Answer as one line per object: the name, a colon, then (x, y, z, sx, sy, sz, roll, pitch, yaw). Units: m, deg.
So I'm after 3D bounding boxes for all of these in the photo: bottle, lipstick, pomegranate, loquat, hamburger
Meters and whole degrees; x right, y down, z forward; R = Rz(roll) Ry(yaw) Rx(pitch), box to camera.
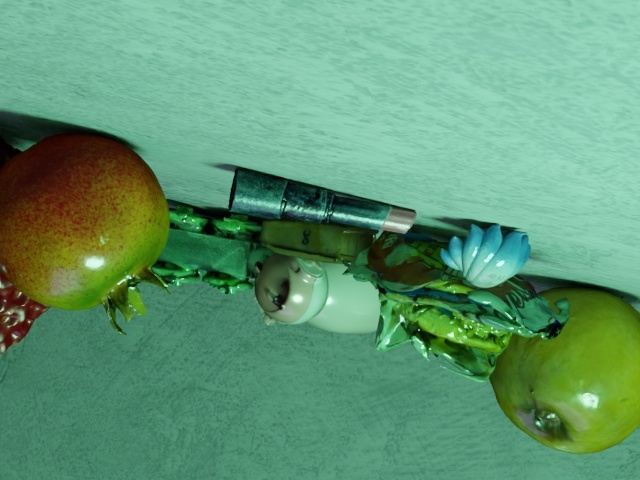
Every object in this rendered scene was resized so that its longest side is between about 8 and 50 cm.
bottle: (-0.004, 0.073, 2.092, 0.236, 0.147, 0.147, 4, -178, -44)
lipstick: (0.005, -0.043, 1.657, 0.234, 0.053, 0.053, 9, 175, -12)
pomegranate: (-0.284, -0.006, 1.623, 0.256, 0.221, 0.221, 55, 180, 8)
loquat: (0.405, 0.197, 2.093, 0.275, 0.274, 0.275, 12, 174, 1)
hamburger: (0.182, 0.099, 1.806, 0.261, 0.150, 0.276, 3, -157, -47)

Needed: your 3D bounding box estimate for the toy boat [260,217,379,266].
toy boat: (0.000, 0.000, 1.954, 0.226, 0.068, 0.088, 6, 180, 43)

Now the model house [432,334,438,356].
model house: (0.211, 0.098, 2.204, 0.088, 0.117, 0.167, -15, 134, -6)

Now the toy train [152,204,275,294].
toy train: (-0.166, 0.017, 2.192, 0.243, 0.132, 0.188, 10, -178, 20)

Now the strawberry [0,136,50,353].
strawberry: (-0.476, -0.029, 1.748, 0.295, 0.317, 0.345, 17, 151, 1)

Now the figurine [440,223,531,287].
figurine: (0.215, 0.013, 1.663, 0.114, 0.079, 0.114, 2, 138, 2)
